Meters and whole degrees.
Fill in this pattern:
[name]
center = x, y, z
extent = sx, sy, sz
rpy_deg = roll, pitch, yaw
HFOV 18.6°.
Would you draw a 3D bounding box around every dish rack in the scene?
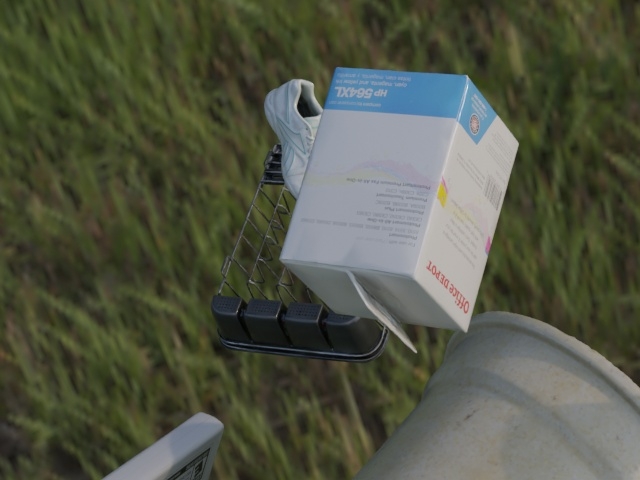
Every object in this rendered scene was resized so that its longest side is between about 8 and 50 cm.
[dish rack]
center = 0.000, 0.000, 2.222
extent = 0.208, 0.074, 0.271
rpy_deg = 5, 59, 24

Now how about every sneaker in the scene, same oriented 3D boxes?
[sneaker]
center = -0.014, -0.102, 2.100
extent = 0.054, 0.152, 0.061
rpy_deg = -14, -11, -36

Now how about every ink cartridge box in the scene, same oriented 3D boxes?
[ink cartridge box]
center = 0.044, -0.015, 1.135
extent = 0.090, 0.092, 0.143
rpy_deg = 8, 70, 28

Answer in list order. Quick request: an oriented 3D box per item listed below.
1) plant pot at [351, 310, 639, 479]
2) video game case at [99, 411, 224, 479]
[plant pot]
center = 0.124, 0.280, 1.642
extent = 0.305, 0.333, 0.334
rpy_deg = -37, 42, -24
[video game case]
center = -0.216, 0.341, 1.806
extent = 0.036, 0.300, 0.329
rpy_deg = 26, 26, 18
